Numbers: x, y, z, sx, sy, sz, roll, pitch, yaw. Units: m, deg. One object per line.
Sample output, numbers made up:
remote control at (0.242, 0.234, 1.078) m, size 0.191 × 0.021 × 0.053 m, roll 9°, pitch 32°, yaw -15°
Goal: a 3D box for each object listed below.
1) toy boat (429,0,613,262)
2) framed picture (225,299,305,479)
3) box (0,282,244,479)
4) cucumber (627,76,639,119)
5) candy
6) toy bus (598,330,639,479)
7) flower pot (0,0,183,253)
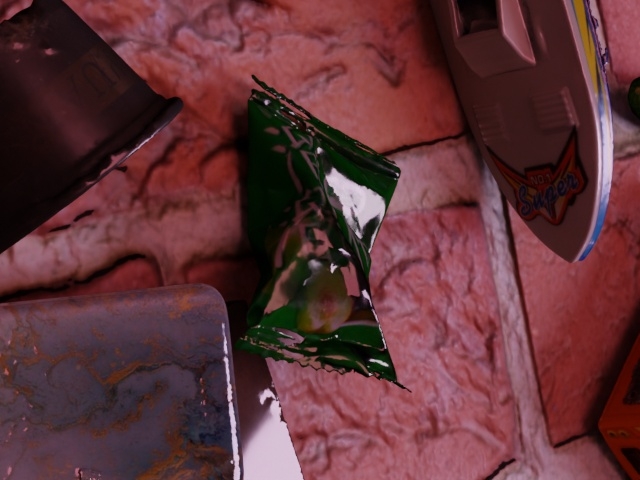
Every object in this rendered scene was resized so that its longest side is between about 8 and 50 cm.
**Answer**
toy boat at (0.158, -0.123, 1.377) m, size 0.088 × 0.129 × 0.295 m, roll -24°, pitch 101°, yaw -43°
framed picture at (-0.073, 0.139, 1.191) m, size 0.128 × 0.023 × 0.168 m, roll -26°, pitch 102°, yaw -44°
box at (-0.170, 0.106, 1.070) m, size 0.285 × 0.044 × 0.142 m, roll -5°, pitch 87°, yaw -37°
cucumber at (0.354, -0.096, 1.617) m, size 0.284 × 0.056 × 0.056 m, roll 20°, pitch 70°, yaw -45°
candy at (-0.004, 0.000, 1.243) m, size 0.141 × 0.078 × 0.203 m, roll 37°, pitch 45°, yaw -46°
toy bus at (0.362, 0.070, 1.539) m, size 0.153 × 0.143 × 0.329 m, roll 50°, pitch 55°, yaw -27°
flower pot at (-0.172, -0.071, 1.051) m, size 0.107 × 0.157 × 0.157 m, roll 52°, pitch 51°, yaw -8°
